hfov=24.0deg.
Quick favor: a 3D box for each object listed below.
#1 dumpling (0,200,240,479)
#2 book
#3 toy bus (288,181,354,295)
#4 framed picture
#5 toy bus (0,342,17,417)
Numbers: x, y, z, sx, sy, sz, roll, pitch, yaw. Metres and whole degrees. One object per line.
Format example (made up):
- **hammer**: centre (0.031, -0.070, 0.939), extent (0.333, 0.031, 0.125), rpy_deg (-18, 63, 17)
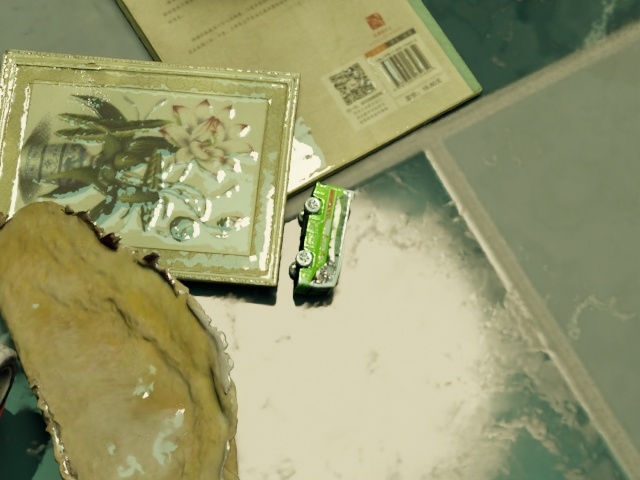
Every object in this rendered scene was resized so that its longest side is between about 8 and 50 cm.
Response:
- **dumpling**: centre (-0.118, 0.107, 1.043), extent (0.166, 0.086, 0.332), rpy_deg (-28, 74, 15)
- **book**: centre (-0.034, -0.181, 1.185), extent (0.215, 0.025, 0.283), rpy_deg (-28, 74, -13)
- **toy bus**: centre (0.000, 0.000, 1.118), extent (0.037, 0.031, 0.083), rpy_deg (13, 70, -8)
- **framed picture**: centre (-0.136, -0.056, 1.126), extent (0.231, 0.010, 0.173), rpy_deg (4, 75, 4)
- **toy bus**: centre (-0.339, 0.113, 0.859), extent (0.203, 0.427, 0.233), rpy_deg (26, 82, 7)
